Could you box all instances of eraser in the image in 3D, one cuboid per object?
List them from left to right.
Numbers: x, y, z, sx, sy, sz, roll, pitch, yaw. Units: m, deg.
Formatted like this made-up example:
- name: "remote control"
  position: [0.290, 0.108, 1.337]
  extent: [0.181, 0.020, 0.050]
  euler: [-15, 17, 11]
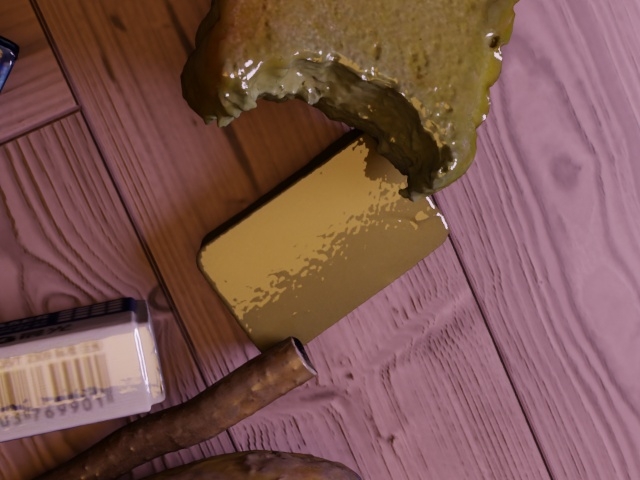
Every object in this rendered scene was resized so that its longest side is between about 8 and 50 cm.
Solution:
- name: "eraser"
  position: [-0.274, 0.118, 1.565]
  extent: [0.279, 0.124, 0.081]
  euler: [-11, 100, -5]

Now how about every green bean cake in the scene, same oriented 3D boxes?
- name: "green bean cake"
  position: [0.024, -0.161, 1.517]
  extent: [0.236, 0.124, 0.233]
  euler: [23, 69, -10]

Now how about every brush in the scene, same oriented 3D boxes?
- name: "brush"
  position: [0.000, 0.000, 1.609]
  extent: [0.197, 0.059, 0.123]
  euler: [-35, 105, 1]

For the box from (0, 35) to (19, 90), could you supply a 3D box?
- name: "box"
  position: [-0.426, -0.099, 1.521]
  extent: [0.279, 0.116, 0.261]
  euler: [25, 95, -12]

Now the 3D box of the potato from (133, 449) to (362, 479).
- name: "potato"
  position: [-0.081, 0.266, 1.568]
  extent: [0.266, 0.229, 0.229]
  euler: [-33, 101, -3]

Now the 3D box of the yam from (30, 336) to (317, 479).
- name: "yam"
  position: [-0.152, 0.176, 1.602]
  extent: [0.327, 0.045, 0.045]
  euler: [-29, 95, 10]
